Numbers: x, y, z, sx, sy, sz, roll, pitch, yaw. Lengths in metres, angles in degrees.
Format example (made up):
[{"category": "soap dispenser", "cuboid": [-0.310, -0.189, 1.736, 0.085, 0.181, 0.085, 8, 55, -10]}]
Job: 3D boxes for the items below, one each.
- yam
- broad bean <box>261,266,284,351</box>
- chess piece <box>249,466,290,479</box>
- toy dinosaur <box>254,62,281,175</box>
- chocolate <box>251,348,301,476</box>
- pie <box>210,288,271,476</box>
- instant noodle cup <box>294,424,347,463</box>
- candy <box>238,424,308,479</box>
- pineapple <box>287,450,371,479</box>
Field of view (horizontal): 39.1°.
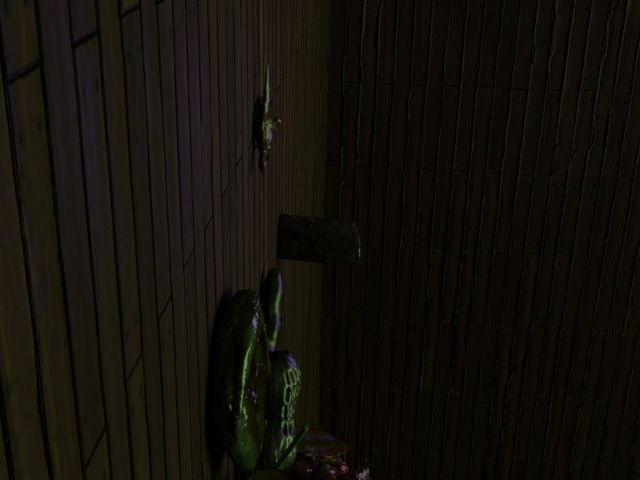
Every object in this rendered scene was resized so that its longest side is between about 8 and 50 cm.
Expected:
[{"category": "yam", "cuboid": [0.000, 0.000, 2.088, 0.107, 0.194, 0.107, 6, 90, -85]}, {"category": "broad bean", "cuboid": [-0.101, 0.171, 1.798, 0.065, 0.046, 0.255, 58, 35, -61]}, {"category": "chess piece", "cuboid": [-0.078, 0.416, 1.384, 0.066, 0.066, 0.122, -80, 173, -62]}, {"category": "toy dinosaur", "cuboid": [-0.099, -0.211, 1.590, 0.162, 0.039, 0.126, 87, 9, -47]}, {"category": "chocolate", "cuboid": [-0.092, 0.319, 1.632, 0.110, 0.110, 0.248, 77, 14, -77]}, {"category": "pie", "cuboid": [-0.120, 0.220, 1.412, 0.302, 0.066, 0.303, 2, 90, -86]}, {"category": "instant noodle cup", "cuboid": [-0.052, 0.535, 1.975, 0.193, 0.193, 0.212, -45, 146, -84]}, {"category": "candy", "cuboid": [-0.073, 0.366, 1.435, 0.084, 0.078, 0.288, -35, 163, -46]}, {"category": "pineapple", "cuboid": [-0.042, 0.475, 1.709, 0.286, 0.344, 0.209, -110, 179, -57]}]
